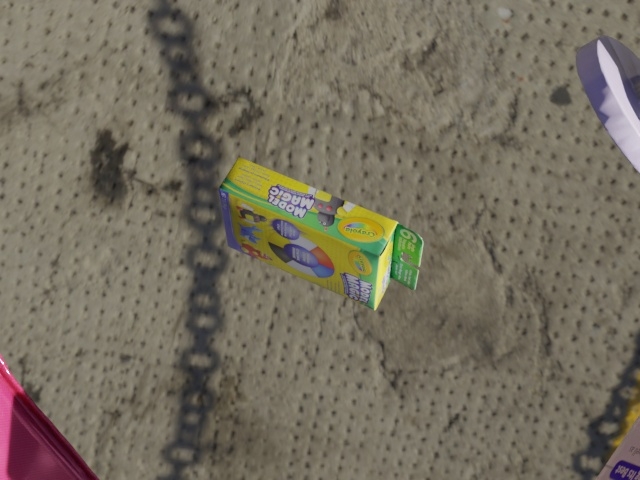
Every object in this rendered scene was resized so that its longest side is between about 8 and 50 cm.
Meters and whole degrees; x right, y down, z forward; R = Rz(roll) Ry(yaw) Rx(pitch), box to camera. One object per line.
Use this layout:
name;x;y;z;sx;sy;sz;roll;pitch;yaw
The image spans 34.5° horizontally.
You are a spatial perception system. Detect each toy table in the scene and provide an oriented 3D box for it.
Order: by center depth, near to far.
toy table;0.413;-0.160;1.114;0.161;0.252;0.274;-29;153;33

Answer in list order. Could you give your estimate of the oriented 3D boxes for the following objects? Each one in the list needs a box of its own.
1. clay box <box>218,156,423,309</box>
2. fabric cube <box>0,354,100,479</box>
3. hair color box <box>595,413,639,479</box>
clay box;0.000;0.000;1.132;0.222;0.053;0.127;23;153;14
fabric cube;-0.289;0.251;0.652;0.258;0.259;0.254;-12;125;25
hair color box;0.246;0.158;0.587;0.110;0.185;0.339;39;83;-5
